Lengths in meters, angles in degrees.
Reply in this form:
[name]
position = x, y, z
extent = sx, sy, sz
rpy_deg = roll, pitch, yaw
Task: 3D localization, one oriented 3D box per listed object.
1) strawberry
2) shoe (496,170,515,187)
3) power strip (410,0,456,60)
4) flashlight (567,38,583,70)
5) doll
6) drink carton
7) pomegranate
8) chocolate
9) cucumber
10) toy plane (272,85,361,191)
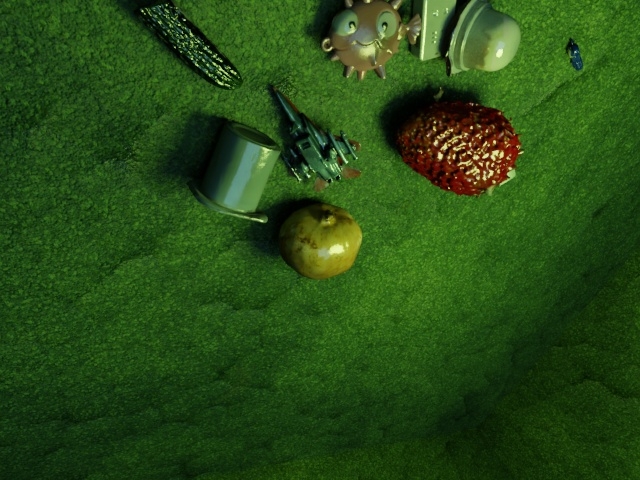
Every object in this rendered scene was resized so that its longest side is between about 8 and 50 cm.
[strawberry]
position = 0.391, -0.287, 1.352
extent = 0.343, 0.292, 0.292
rpy_deg = 33, 108, -30
[shoe]
position = 0.567, -0.257, 1.574
extent = 0.110, 0.095, 0.265
rpy_deg = -41, 137, 9
[power strip]
position = 0.276, -0.598, 1.146
extent = 0.098, 0.058, 0.338
rpy_deg = -19, 133, -14
[flashlight]
position = 0.786, -0.567, 1.471
extent = 0.035, 0.057, 0.121
rpy_deg = -14, 154, 33
[doll]
position = 0.121, -0.489, 1.128
extent = 0.262, 0.093, 0.211
rpy_deg = -10, 125, -17
[drink carton]
position = -0.200, -0.172, 1.163
extent = 0.191, 0.185, 0.189
rpy_deg = 13, 117, -34
[pomegranate]
position = 0.000, 0.000, 1.389
extent = 0.248, 0.248, 0.248
rpy_deg = -15, 133, -17
[chocolate]
position = 0.421, -0.500, 1.204
extent = 0.221, 0.147, 0.221
rpy_deg = -32, 142, -29
[cucumber]
position = -0.266, -0.404, 1.002
extent = 0.077, 0.077, 0.265
rpy_deg = -41, 136, 8
[toy plane]
position = -0.031, -0.258, 1.234
extent = 0.223, 0.104, 0.326
rpy_deg = -18, 137, 26
